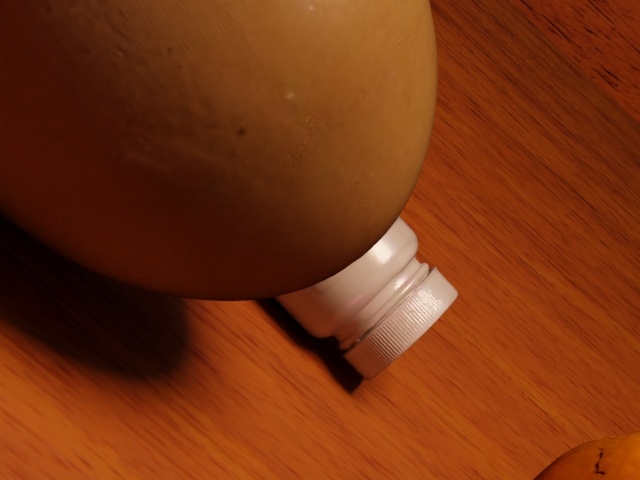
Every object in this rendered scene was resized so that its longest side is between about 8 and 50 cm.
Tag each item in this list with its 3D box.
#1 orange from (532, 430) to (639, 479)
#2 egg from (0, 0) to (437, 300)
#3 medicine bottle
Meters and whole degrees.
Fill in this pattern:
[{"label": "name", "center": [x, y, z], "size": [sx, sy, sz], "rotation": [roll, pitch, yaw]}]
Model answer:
[{"label": "orange", "center": [0.224, 0.240, 1.070], "size": [0.284, 0.226, 0.284], "rotation": [25, 14, -7]}, {"label": "egg", "center": [-0.095, -0.135, 1.069], "size": [0.374, 0.301, 0.301], "rotation": [57, 21, 2]}, {"label": "medicine bottle", "center": [0.000, 0.000, 1.281], "size": [0.187, 0.103, 0.103], "rotation": [46, 20, 0]}]
